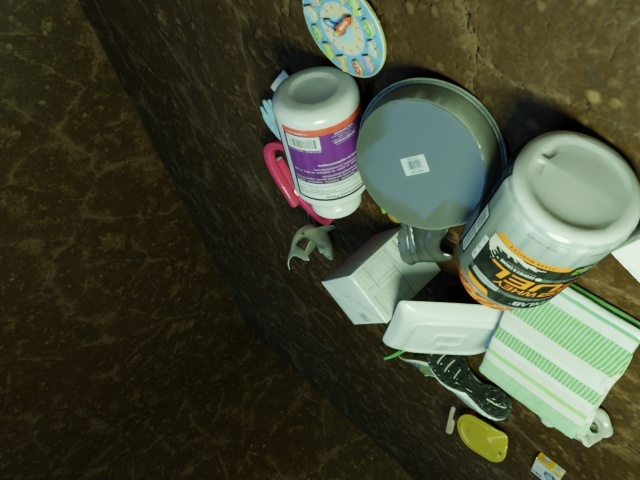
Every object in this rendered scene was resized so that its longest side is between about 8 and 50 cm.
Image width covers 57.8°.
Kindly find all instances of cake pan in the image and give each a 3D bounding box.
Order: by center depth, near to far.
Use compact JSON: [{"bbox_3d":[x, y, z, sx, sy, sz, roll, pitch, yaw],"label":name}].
[{"bbox_3d":[0.185,-0.143,1.050,0.293,0.054,0.293,21,130,26],"label":"cake pan"}]

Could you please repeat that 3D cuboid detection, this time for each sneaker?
[{"bbox_3d":[0.218,-0.075,1.204,0.130,0.109,0.286,3,128,31],"label":"sneaker"},{"bbox_3d":[0.407,0.410,1.642,0.271,0.100,0.108,42,163,19],"label":"sneaker"},{"bbox_3d":[0.318,0.389,1.822,0.192,0.064,0.086,2,124,59],"label":"sneaker"}]

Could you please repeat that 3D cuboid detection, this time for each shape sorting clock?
[{"bbox_3d":[0.040,-0.392,1.079,0.206,0.040,0.206,42,158,21],"label":"shape sorting clock"}]

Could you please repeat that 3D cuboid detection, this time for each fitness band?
[{"bbox_3d":[-0.052,-0.166,1.644,0.209,0.054,0.291,8,135,57],"label":"fitness band"}]

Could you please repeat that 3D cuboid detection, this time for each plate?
[{"bbox_3d":[0.299,0.215,1.352,0.277,0.045,0.278,3,153,-2],"label":"plate"}]

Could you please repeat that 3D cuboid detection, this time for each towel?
[{"bbox_3d":[0.465,0.223,1.151,0.247,0.038,0.325,36,136,31],"label":"towel"}]

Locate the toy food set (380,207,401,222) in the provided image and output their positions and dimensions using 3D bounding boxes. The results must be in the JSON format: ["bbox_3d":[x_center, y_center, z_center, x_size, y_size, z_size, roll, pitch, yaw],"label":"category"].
[{"bbox_3d":[0.180,-0.086,1.326,0.192,0.038,0.132,33,154,37],"label":"toy food set"}]

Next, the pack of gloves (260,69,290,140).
[{"bbox_3d":[-0.043,-0.292,1.445,0.232,0.046,0.195,49,147,-5],"label":"pack of gloves"}]

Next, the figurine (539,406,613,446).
[{"bbox_3d":[0.534,0.367,1.347,0.215,0.092,0.209,50,167,-4],"label":"figurine"}]

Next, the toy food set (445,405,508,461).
[{"bbox_3d":[0.504,0.595,1.819,0.217,0.071,0.128,24,124,45],"label":"toy food set"}]

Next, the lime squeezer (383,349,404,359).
[{"bbox_3d":[0.248,0.297,1.774,0.109,0.059,0.311,19,135,20],"label":"lime squeezer"}]

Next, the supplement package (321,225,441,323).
[{"bbox_3d":[0.149,0.090,1.459,0.149,0.203,0.194,52,159,-6],"label":"supplement package"}]

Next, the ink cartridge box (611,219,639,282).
[{"bbox_3d":[0.490,0.000,0.777,0.090,0.092,0.143,48,158,7],"label":"ink cartridge box"}]

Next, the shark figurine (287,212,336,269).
[{"bbox_3d":[-0.013,-0.015,1.713,0.116,0.278,0.166,-12,89,25],"label":"shark figurine"}]

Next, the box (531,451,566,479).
[{"bbox_3d":[0.658,0.670,1.680,0.081,0.028,0.136,36,158,31],"label":"box"}]

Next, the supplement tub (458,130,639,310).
[{"bbox_3d":[0.338,-0.010,0.923,0.193,0.193,0.316,43,159,16],"label":"supplement tub"}]

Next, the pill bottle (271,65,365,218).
[{"bbox_3d":[0.012,-0.200,1.268,0.181,0.181,0.323,35,155,33],"label":"pill bottle"}]
